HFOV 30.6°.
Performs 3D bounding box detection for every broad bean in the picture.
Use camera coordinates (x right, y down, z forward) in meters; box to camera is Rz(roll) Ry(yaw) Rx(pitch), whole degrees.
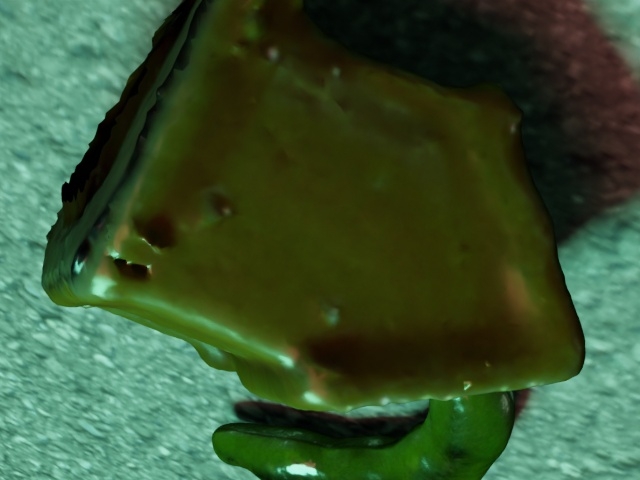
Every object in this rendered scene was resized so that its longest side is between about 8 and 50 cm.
[{"bbox_3d":[0.036,0.123,0.775,0.144,0.049,0.292,41,140,-4],"label":"broad bean"}]

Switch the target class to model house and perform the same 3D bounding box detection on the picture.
[{"bbox_3d":[-0.001,-0.005,0.580,0.239,0.173,0.268,27,172,-15],"label":"model house"}]
